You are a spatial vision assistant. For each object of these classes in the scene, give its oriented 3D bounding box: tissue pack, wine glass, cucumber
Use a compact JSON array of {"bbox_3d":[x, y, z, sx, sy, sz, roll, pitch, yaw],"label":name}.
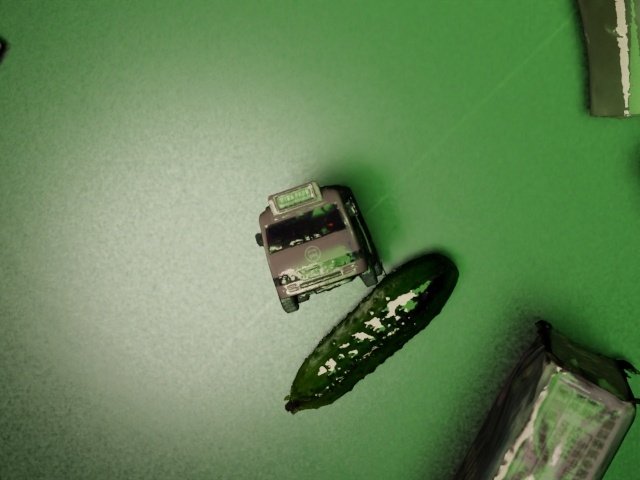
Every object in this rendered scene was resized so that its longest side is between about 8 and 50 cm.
[{"bbox_3d":[0.172,0.266,1.363,0.122,0.259,0.361,29,99,5],"label":"tissue pack"},{"bbox_3d":[0.293,-0.233,1.382,0.103,0.103,0.231,-4,99,5],"label":"wine glass"},{"bbox_3d":[0.047,0.096,1.454,0.227,0.069,0.069,-43,91,12],"label":"cucumber"}]

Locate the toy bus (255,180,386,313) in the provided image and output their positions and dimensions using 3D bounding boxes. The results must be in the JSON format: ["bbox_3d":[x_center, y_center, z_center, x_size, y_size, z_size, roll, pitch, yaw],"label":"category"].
[{"bbox_3d":[0.000,0.000,1.380,0.096,0.199,0.108,-18,91,5],"label":"toy bus"}]

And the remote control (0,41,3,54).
[{"bbox_3d":[-0.397,-0.125,1.485,0.059,0.028,0.212,32,98,-3],"label":"remote control"}]
